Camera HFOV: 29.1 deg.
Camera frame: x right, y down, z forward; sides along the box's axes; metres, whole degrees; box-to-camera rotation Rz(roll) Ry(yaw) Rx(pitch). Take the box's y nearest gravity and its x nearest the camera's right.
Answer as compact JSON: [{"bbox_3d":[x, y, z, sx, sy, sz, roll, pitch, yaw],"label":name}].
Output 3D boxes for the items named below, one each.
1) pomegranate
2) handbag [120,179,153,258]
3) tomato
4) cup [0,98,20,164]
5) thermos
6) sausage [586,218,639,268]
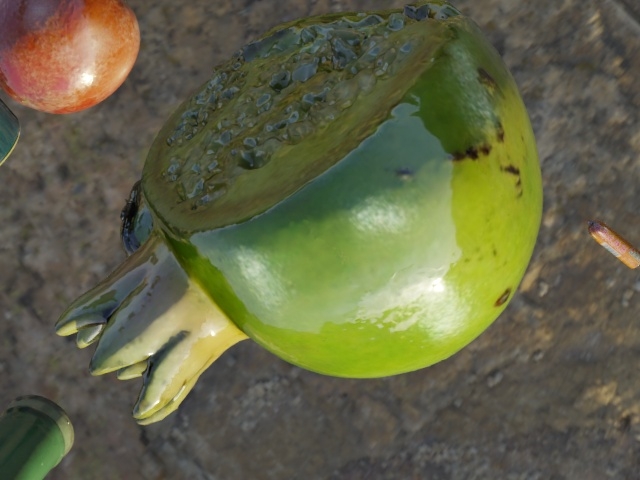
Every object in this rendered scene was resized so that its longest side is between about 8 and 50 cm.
[{"bbox_3d":[0.000,0.000,0.867,0.358,0.310,0.216,-45,120,-3],"label":"pomegranate"},{"bbox_3d":[-0.166,-0.024,1.218,0.072,0.111,0.047,19,150,-24],"label":"handbag"},{"bbox_3d":[-0.428,-0.328,1.985,0.264,0.265,0.265,9,114,22],"label":"tomato"},{"bbox_3d":[-0.378,-0.120,1.148,0.131,0.176,0.155,-26,126,7],"label":"cup"},{"bbox_3d":[-0.291,0.211,1.095,0.073,0.188,0.083,2,114,14],"label":"thermos"},{"bbox_3d":[0.443,0.002,1.864,0.107,0.031,0.031,37,123,-16],"label":"sausage"}]
